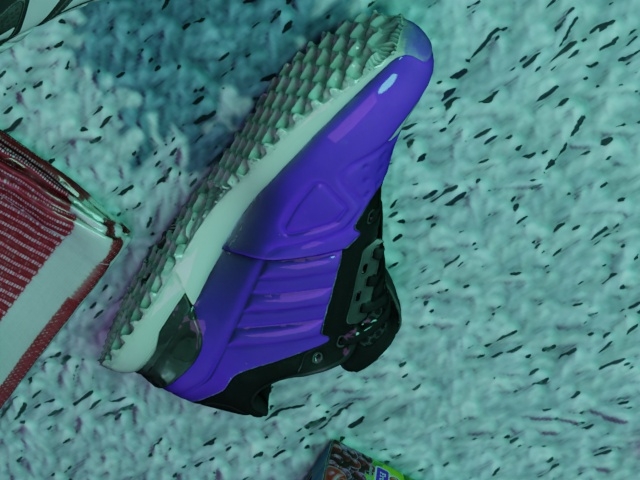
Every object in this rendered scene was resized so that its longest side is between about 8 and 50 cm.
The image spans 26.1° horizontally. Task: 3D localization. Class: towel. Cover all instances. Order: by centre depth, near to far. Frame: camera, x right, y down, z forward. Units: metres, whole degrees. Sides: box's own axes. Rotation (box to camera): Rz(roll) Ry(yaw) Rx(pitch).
[{"bbox_3d":[-0.315,-0.016,0.884,0.329,0.037,0.237,35,117,-11],"label":"towel"}]

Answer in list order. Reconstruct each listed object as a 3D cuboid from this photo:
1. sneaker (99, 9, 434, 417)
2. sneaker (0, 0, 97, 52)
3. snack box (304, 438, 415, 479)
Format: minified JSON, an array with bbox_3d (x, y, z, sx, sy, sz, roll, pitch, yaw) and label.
[{"bbox_3d":[0.000,0.000,0.822,0.146,0.102,0.293,32,122,-14],"label":"sneaker"},{"bbox_3d":[-0.163,-0.144,0.717,0.234,0.106,0.078,-22,98,38],"label":"sneaker"},{"bbox_3d":[0.054,0.258,0.959,0.207,0.070,0.174,29,119,-6],"label":"snack box"}]
